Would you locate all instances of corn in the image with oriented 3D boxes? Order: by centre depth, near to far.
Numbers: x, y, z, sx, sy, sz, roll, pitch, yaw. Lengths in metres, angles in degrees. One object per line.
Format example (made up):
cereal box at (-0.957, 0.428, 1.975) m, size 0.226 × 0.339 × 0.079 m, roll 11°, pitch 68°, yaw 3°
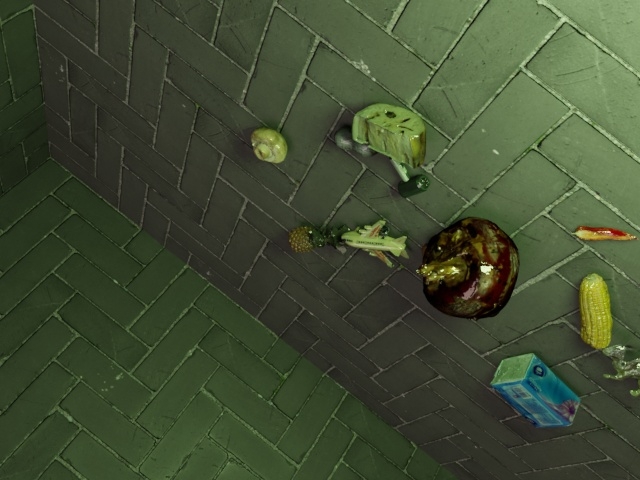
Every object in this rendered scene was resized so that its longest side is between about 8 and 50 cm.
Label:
corn at (0.848, 0.219, 1.903) m, size 0.101 × 0.101 × 0.292 m, roll 11°, pitch 135°, yaw 37°

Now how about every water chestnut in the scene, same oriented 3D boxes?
water chestnut at (0.440, 0.088, 1.933) m, size 0.346 × 0.336 × 0.335 m, roll 12°, pitch 160°, yaw -28°

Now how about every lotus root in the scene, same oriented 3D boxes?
lotus root at (0.213, -0.318, 1.822) m, size 0.234 × 0.138 × 0.119 m, roll 25°, pitch 141°, yaw 22°

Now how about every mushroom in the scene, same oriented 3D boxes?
mushroom at (-0.187, -0.341, 2.220) m, size 0.148 × 0.112 × 0.148 m, roll 30°, pitch 142°, yaw 26°

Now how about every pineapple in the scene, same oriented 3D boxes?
pineapple at (0.000, 0.000, 2.465) m, size 0.277 × 0.119 × 0.130 m, roll -2°, pitch 111°, yaw 44°

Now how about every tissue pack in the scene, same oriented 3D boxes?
tissue pack at (0.810, 0.568, 2.330) m, size 0.263 × 0.146 × 0.198 m, roll 42°, pitch 150°, yaw -7°

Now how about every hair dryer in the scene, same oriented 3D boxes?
hair dryer at (0.260, -0.230, 1.972) m, size 0.198 × 0.057 × 0.100 m, roll 53°, pitch 144°, yaw -12°

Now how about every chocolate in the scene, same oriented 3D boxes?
chocolate at (0.118, -0.316, 1.982) m, size 0.166 × 0.072 × 0.072 m, roll 25°, pitch 146°, yaw 26°

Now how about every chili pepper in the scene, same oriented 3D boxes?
chili pepper at (0.789, -0.019, 1.716) m, size 0.178 × 0.027 × 0.045 m, roll 7°, pitch 141°, yaw 41°

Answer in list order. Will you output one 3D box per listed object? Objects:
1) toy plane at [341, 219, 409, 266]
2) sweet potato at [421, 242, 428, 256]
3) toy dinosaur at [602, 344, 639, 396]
toy plane at (0.200, 0.003, 2.272) m, size 0.256 × 0.104 × 0.242 m, roll 19°, pitch 146°, yaw 29°
sweet potato at (0.413, 0.069, 2.184) m, size 0.068 × 0.068 × 0.226 m, roll -2°, pitch 144°, yaw 47°
toy dinosaur at (1.021, 0.419, 1.960) m, size 0.293 × 0.077 × 0.162 m, roll 14°, pitch 133°, yaw -7°
